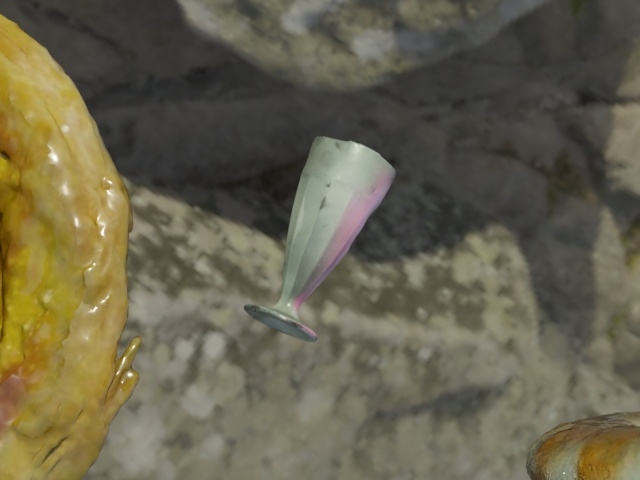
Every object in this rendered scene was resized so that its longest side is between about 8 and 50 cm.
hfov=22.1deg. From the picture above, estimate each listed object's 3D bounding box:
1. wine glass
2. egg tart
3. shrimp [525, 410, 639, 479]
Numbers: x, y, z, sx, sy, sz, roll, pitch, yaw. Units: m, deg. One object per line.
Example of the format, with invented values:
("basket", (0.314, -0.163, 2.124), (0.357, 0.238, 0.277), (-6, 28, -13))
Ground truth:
("wine glass", (0.000, 0.000, 1.309), (0.073, 0.073, 0.155), (37, 71, -54))
("egg tart", (-0.207, 0.019, 0.761), (0.294, 0.295, 0.116), (-59, 163, 4))
("shrimp", (0.230, 0.150, 1.088), (0.287, 0.185, 0.068), (5, 84, -84))
